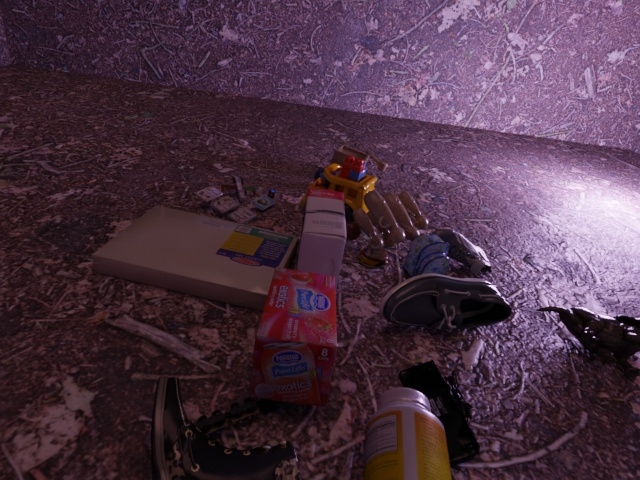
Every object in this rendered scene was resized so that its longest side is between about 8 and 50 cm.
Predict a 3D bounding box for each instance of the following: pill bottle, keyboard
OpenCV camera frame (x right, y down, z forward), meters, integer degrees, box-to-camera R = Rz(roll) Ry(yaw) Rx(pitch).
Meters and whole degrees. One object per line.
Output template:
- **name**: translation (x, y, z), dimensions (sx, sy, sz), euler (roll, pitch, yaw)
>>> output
- **pill bottle**: translation (0.118, 0.313, 0.572), dimensions (0.117, 0.117, 0.215), euler (11, 30, 3)
- **keyboard**: translation (0.213, 0.296, 0.727), dimensions (0.100, 0.038, 0.192), euler (-18, 34, 0)

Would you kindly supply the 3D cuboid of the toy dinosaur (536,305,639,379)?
- **toy dinosaur**: translation (0.626, 0.207, 0.934), dimensions (0.314, 0.120, 0.160), euler (8, 18, 6)

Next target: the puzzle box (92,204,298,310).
- **puzzle box**: translation (-0.279, 0.031, 1.012), dimensions (0.409, 0.052, 0.272), euler (13, 30, 6)

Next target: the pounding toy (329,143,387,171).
- **pounding toy**: translation (0.157, -0.302, 1.676), dimensions (0.206, 0.094, 0.181), euler (23, 26, 4)

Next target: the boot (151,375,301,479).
- **boot**: translation (-0.131, 0.288, 0.563), dimensions (0.179, 0.085, 0.236), euler (-3, 48, -23)

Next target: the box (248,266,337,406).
- **box**: translation (-0.041, 0.158, 0.754), dimensions (0.128, 0.122, 0.257), euler (9, 20, -2)

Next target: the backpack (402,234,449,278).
- **backpack**: translation (0.281, 0.047, 1.078), dimensions (0.105, 0.114, 0.084), euler (-6, 33, -26)

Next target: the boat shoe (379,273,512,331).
- **boat shoe**: translation (0.282, 0.144, 0.913), dimensions (0.320, 0.116, 0.099), euler (0, 27, -25)

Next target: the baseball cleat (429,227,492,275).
- **baseball cleat**: translation (0.389, 0.033, 1.130), dimensions (0.206, 0.072, 0.109), euler (19, 27, -23)

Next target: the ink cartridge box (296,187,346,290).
- **ink cartridge box**: translation (0.000, 0.000, 1.022), dimensions (0.100, 0.171, 0.237), euler (7, 30, -3)

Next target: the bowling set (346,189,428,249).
- **bowling set**: translation (0.176, -0.029, 1.179), dimensions (0.287, 0.200, 0.154), euler (-11, 65, -53)

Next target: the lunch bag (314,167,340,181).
- **lunch bag**: translation (0.022, -0.225, 1.520), dimensions (0.099, 0.067, 0.065), euler (13, 30, 9)

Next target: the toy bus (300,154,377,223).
- **toy bus**: translation (0.062, -0.170, 1.296), dimensions (0.220, 0.211, 0.149), euler (20, 33, 20)

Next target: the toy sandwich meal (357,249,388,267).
- **toy sandwich meal**: translation (0.141, 0.045, 1.126), dimensions (0.086, 0.029, 0.085), euler (7, 30, -4)

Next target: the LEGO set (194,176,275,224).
- **LEGO set**: translation (-0.251, -0.128, 1.323), dimensions (0.183, 0.060, 0.244), euler (32, 36, 13)

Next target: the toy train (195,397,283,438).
- **toy train**: translation (-0.125, 0.272, 0.657), dimensions (0.158, 0.036, 0.027), euler (-10, 28, -35)
